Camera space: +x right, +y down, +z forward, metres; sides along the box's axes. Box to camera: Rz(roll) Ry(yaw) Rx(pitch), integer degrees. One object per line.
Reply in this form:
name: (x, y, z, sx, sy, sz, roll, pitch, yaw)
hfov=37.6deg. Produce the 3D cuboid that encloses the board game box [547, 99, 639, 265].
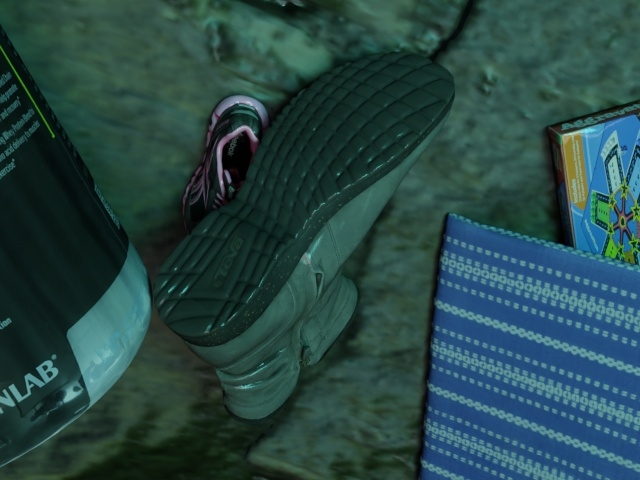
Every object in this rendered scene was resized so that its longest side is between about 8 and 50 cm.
board game box: (0.263, 0.026, 0.716, 0.145, 0.027, 0.281, -16, 116, -4)

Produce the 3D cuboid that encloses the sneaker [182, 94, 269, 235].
sneaker: (-0.063, -0.034, 0.621, 0.047, 0.057, 0.119, 8, 114, -15)

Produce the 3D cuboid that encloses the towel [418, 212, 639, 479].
towel: (0.188, 0.161, 0.692, 0.243, 0.040, 0.335, 16, 118, 30)

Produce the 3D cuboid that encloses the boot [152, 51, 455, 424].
boot: (0.000, 0.000, 0.628, 0.246, 0.083, 0.161, -47, 151, -13)

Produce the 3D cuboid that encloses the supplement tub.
supplement tub: (-0.251, -0.049, 0.500, 0.207, 0.207, 0.338, -24, 115, 2)
